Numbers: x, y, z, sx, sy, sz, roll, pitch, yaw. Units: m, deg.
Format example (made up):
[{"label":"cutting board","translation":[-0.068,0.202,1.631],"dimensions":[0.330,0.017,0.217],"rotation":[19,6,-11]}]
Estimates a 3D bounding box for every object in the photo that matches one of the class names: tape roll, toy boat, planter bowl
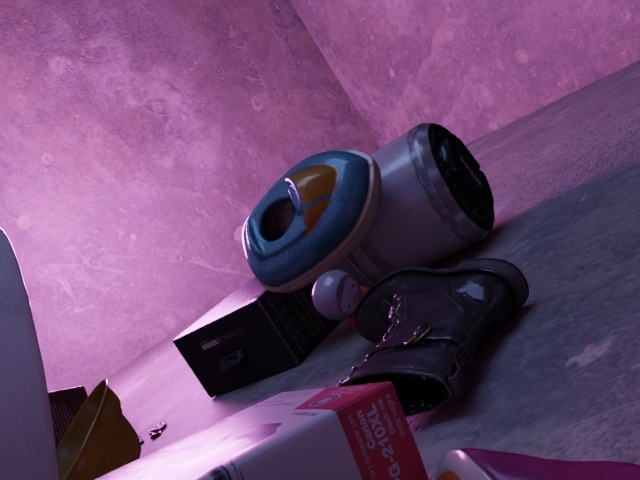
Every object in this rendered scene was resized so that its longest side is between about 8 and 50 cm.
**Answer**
[{"label":"tape roll","translation":[-0.256,0.183,0.489],"dimensions":[0.071,0.392,0.392],"rotation":[-4,-12,-33]},{"label":"toy boat","translation":[0.000,0.000,1.012],"dimensions":[0.267,0.318,0.148],"rotation":[-44,-42,16]},{"label":"planter bowl","translation":[-0.307,0.307,0.926],"dimensions":[0.217,0.090,0.217],"rotation":[-51,18,24]}]

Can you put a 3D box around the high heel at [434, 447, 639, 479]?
[{"label":"high heel","translation":[0.141,0.139,0.335],"dimensions":[0.117,0.082,0.244],"rotation":[-1,-18,-13]}]

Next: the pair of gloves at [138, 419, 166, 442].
[{"label":"pair of gloves","translation":[-0.317,0.355,1.236],"dimensions":[0.083,0.010,0.074],"rotation":[-32,5,-4]}]

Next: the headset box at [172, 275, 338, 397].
[{"label":"headset box","translation":[-0.092,0.140,1.239],"dimensions":[0.246,0.131,0.283],"rotation":[-28,7,37]}]

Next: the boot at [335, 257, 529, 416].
[{"label":"boot","translation":[0.081,0.109,0.727],"dimensions":[0.263,0.091,0.229],"rotation":[-24,9,46]}]

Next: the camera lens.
[{"label":"camera lens","translation":[0.141,-0.053,1.171],"dimensions":[0.274,0.219,0.219],"rotation":[-30,6,28]}]

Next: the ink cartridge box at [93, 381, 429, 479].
[{"label":"ink cartridge box","translation":[-0.067,0.193,0.486],"dimensions":[0.237,0.100,0.172],"rotation":[-19,-3,-34]}]

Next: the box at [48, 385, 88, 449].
[{"label":"box","translation":[-0.470,0.345,1.064],"dimensions":[0.168,0.167,0.203],"rotation":[-29,-15,22]}]
